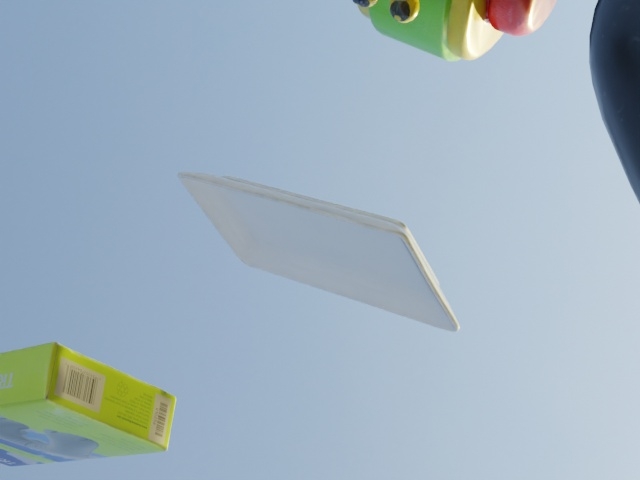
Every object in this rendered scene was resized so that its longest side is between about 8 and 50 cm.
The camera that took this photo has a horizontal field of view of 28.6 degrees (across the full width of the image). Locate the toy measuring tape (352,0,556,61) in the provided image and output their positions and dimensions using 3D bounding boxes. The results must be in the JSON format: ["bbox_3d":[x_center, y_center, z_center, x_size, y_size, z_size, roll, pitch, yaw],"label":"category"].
[{"bbox_3d":[0.097,-0.174,0.684,0.121,0.121,0.330,60,-143,-8],"label":"toy measuring tape"}]

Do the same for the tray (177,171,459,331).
[{"bbox_3d":[0.000,0.000,1.132,0.030,0.270,0.145,-54,-43,-22],"label":"tray"}]

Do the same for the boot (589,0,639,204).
[{"bbox_3d":[0.080,0.052,0.124,0.445,0.146,0.367,-4,-128,-53],"label":"boot"}]

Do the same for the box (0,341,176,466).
[{"bbox_3d":[-0.197,0.112,0.825,0.109,0.178,0.042,33,-125,-44],"label":"box"}]
